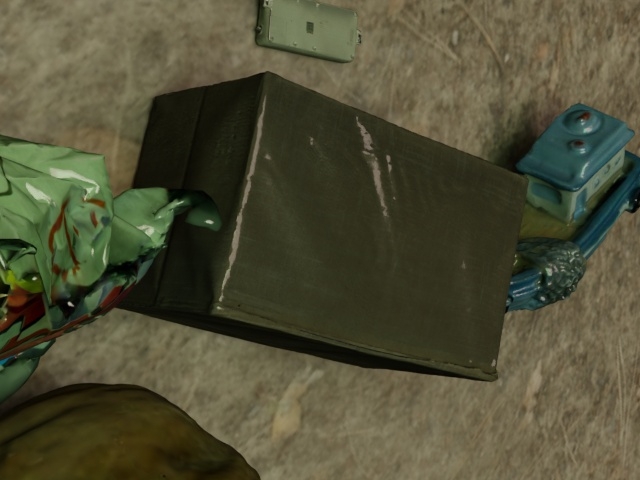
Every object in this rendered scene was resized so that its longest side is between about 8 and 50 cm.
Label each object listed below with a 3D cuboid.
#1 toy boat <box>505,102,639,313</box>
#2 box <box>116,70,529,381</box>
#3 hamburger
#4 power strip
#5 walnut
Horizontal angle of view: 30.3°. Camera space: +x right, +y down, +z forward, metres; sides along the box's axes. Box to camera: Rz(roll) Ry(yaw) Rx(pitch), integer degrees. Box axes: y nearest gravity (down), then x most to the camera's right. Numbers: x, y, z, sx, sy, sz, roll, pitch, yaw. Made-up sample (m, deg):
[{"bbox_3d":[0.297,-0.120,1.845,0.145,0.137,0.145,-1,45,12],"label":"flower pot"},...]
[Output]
[{"bbox_3d":[0.172,-0.020,0.944,0.238,0.109,0.098,-41,144,-27],"label":"toy boat"},{"bbox_3d":[0.000,0.000,0.802,0.231,0.155,0.149,18,79,-34],"label":"box"},{"bbox_3d":[-0.213,0.015,0.627,0.150,0.260,0.276,59,23,4],"label":"hamburger"},{"bbox_3d":[-0.009,-0.156,0.869,0.090,0.016,0.040,6,88,-37],"label":"power strip"},{"bbox_3d":[-0.144,0.215,0.656,0.227,0.283,0.283,46,63,4],"label":"walnut"}]
